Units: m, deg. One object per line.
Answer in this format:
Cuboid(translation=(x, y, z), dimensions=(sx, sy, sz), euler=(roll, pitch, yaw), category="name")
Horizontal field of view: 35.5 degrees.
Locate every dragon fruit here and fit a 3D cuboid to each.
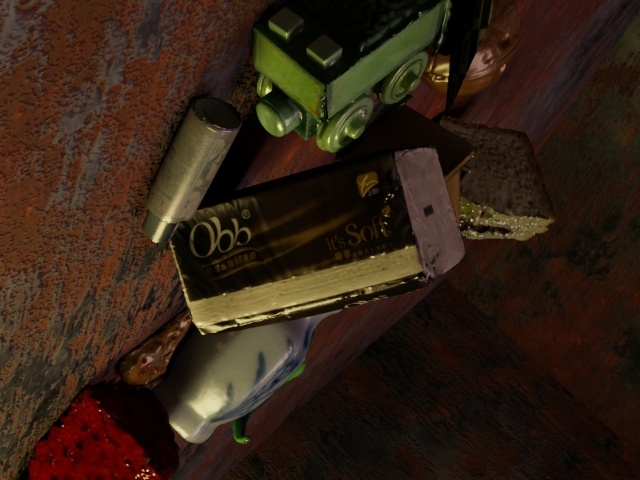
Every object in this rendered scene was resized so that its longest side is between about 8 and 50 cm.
Cuboid(translation=(-0.384, 0.436, 1.764), dimensions=(0.329, 0.228, 0.286), euler=(-49, 169, 2), category="dragon fruit")

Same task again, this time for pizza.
Cuboid(translation=(-0.281, 0.194, 1.793), dimensions=(0.176, 0.036, 0.185), euler=(-45, 167, -10), category="pizza")

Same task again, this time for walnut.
Cuboid(translation=(0.240, -0.329, 1.632), dimensions=(0.207, 0.167, 0.167), euler=(-43, 167, -25), category="walnut")

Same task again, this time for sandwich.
Cuboid(translation=(0.347, -0.133, 2.234), dimensions=(0.325, 0.262, 0.131), euler=(5, 148, -31), category="sandwich")

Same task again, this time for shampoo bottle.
Cuboid(translation=(-0.168, -0.083, 1.255), dimensions=(0.072, 0.072, 0.214), euler=(-31, 160, -51), category="shampoo bottle")

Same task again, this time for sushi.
Cuboid(translation=(0.178, -0.353, 1.343), dimensions=(0.292, 0.059, 0.294), euler=(103, -7, -74), category="sushi")

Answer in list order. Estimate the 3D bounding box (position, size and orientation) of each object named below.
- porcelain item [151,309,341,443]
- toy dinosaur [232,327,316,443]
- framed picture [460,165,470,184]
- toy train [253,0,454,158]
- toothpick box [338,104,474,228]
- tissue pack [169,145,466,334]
Cuboid(translation=(-0.143, 0.214, 1.975), dimensions=(0.405, 0.178, 0.242), euler=(-46, 167, -5), category="porcelain item")
Cuboid(translation=(-0.044, 0.251, 2.198), dimensions=(0.374, 0.144, 0.500), euler=(-39, -163, 2), category="toy dinosaur")
Cuboid(translation=(0.168, -0.094, 2.090), dimensions=(0.260, 0.189, 0.023), euler=(-54, -159, 26), category="framed picture")
Cuboid(translation=(0.034, -0.238, 1.266), dimensions=(0.271, 0.159, 0.188), euler=(-39, 159, -23), category="toy train")
Cuboid(translation=(0.171, -0.068, 1.932), dimensions=(0.187, 0.190, 0.308), euler=(-43, 149, -23), category="toothpick box")
Cuboid(translation=(0.000, 0.000, 1.396), dimensions=(0.369, 0.198, 0.210), euler=(-14, 179, 24), category="tissue pack")
